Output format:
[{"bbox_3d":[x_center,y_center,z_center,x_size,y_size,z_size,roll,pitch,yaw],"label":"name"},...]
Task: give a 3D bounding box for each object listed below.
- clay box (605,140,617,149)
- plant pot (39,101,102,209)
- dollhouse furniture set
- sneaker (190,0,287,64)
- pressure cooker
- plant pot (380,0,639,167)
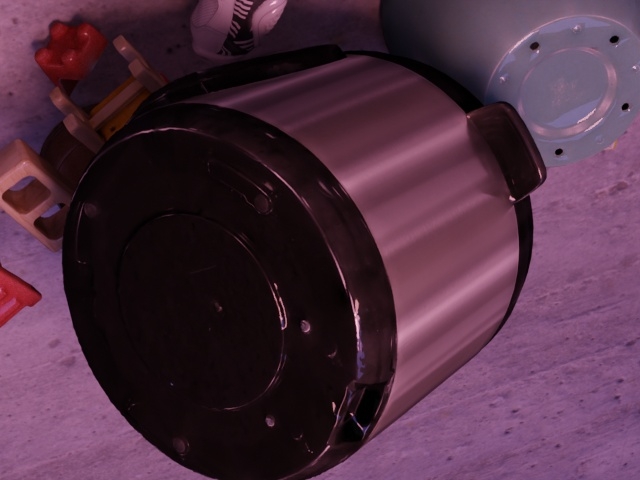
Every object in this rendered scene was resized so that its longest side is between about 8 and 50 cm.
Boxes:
[{"bbox_3d":[0.343,-0.212,1.619,0.128,0.053,0.222,-7,133,-17],"label":"clay box"},{"bbox_3d":[-0.222,-0.045,1.425,0.167,0.165,0.167,-13,135,-14],"label":"plant pot"},{"bbox_3d":[-0.318,-0.071,1.339,0.374,0.201,0.152,-39,136,3],"label":"dollhouse furniture set"},{"bbox_3d":[-0.102,-0.333,1.230,0.210,0.137,0.366,23,142,-15],"label":"sneaker"},{"bbox_3d":[0.002,0.006,1.247,0.420,0.370,0.375,-27,133,-50],"label":"pressure cooker"},{"bbox_3d":[0.236,-0.218,1.391,0.293,0.235,0.293,-7,127,-9],"label":"plant pot"}]
